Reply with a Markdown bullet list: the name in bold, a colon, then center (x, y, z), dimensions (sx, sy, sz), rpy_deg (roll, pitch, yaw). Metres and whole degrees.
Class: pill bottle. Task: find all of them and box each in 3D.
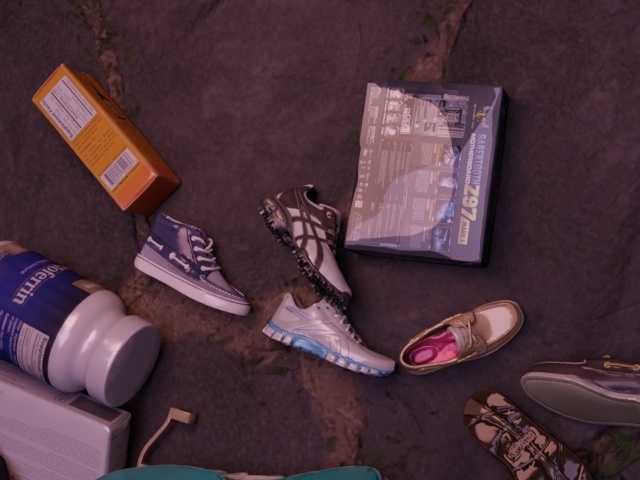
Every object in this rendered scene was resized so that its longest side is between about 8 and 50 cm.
- **pill bottle**: center (-0.363, 0.117, 1.553), dimensions (0.264, 0.153, 0.153), rpy_deg (25, 91, 19)

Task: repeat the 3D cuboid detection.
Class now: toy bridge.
- **toy bridge**: center (-0.223, 0.322, 1.548), dimensions (0.063, 0.026, 0.188), rpy_deg (14, 88, 22)

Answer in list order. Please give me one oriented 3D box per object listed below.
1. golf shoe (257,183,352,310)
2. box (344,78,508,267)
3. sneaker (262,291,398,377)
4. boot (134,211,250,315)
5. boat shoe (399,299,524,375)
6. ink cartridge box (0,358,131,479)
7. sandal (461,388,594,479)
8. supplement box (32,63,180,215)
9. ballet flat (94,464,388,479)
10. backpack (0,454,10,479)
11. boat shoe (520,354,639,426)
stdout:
- **golf shoe**: center (0.000, 0.000, 1.476), dimensions (0.094, 0.077, 0.198), rpy_deg (-31, 62, -9)
- **box**: center (0.139, -0.089, 1.461), dimensions (0.183, 0.059, 0.233), rpy_deg (5, 84, 19)
- **sneaker**: center (0.019, 0.120, 1.473), dimensions (0.190, 0.071, 0.083), rpy_deg (21, 84, 19)
- **boot**: center (-0.167, 0.031, 1.541), dimensions (0.190, 0.069, 0.086), rpy_deg (25, 94, 21)
- **boat shoe**: center (0.177, 0.126, 1.422), dimensions (0.170, 0.059, 0.063), rpy_deg (-29, 75, 13)
- **ink cartridge box**: center (-0.407, 0.311, 1.596), dimensions (0.275, 0.060, 0.239), rpy_deg (18, 114, 19)
- **sandal**: center (0.260, 0.274, 1.383), dimensions (0.090, 0.060, 0.219), rpy_deg (-47, 58, 1)
- **supplement box**: center (-0.307, -0.144, 1.607), dimensions (0.080, 0.078, 0.233), rpy_deg (-43, 72, 12)
- **ballet flat**: center (-0.100, 0.371, 1.434), dimensions (0.408, 0.147, 0.147), rpy_deg (-3, 82, 11)
- **backpack**: center (-0.580, 0.467, 1.518), dimensions (0.355, 0.290, 0.273), rpy_deg (-41, 86, 24)
- **boat shoe**: center (0.357, 0.178, 1.352), dimensions (0.227, 0.081, 0.069), rpy_deg (9, 51, 30)
